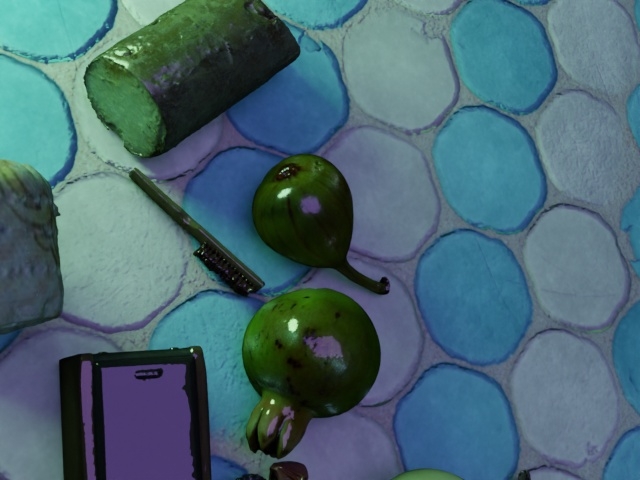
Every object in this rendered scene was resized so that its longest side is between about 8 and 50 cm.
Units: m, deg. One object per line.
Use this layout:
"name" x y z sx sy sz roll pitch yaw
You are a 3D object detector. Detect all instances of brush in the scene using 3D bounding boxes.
"brush" -0.182 -0.008 1.329 0.248 0.043 0.036 44 62 -8

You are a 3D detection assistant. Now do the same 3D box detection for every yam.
"yam" -0.173 -0.258 1.340 0.304 0.168 0.168 -41 94 -25

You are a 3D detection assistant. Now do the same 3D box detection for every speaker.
"speaker" -0.232 0.253 1.157 0.153 0.192 0.231 -1 80 -25

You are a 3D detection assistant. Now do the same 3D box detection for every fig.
"fig" 0.000 0.000 1.387 0.151 0.151 0.259 -46 124 -27

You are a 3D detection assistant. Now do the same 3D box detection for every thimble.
"thimble" -0.432 0.024 1.080 0.291 0.291 0.195 -6 85 -25

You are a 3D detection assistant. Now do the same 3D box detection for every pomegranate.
"pomegranate" -0.024 0.167 1.288 0.240 0.159 0.190 -31 89 -23

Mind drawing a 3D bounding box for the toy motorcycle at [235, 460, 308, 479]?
"toy motorcycle" -0.031 0.386 1.266 0.118 0.084 0.212 -41 102 -29

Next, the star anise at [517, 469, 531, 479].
"star anise" 0.345 0.471 1.424 0.171 0.063 0.208 26 63 -20

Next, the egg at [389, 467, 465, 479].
"egg" 0.169 0.431 1.282 0.188 0.188 0.254 -44 101 -27
